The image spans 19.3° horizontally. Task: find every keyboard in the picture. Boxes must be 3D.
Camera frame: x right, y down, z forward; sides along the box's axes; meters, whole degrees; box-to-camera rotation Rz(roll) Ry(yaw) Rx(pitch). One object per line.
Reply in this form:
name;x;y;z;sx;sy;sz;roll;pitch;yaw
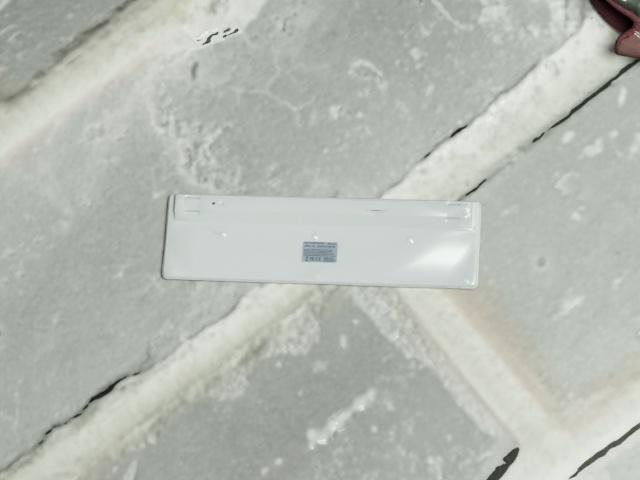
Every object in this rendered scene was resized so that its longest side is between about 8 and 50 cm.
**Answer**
keyboard;0.000;0.000;1.517;0.256;0.014;0.072;2;82;9

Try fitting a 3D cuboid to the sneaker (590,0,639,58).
sneaker;0.280;-0.270;1.494;0.163;0.106;0.281;5;78;12
